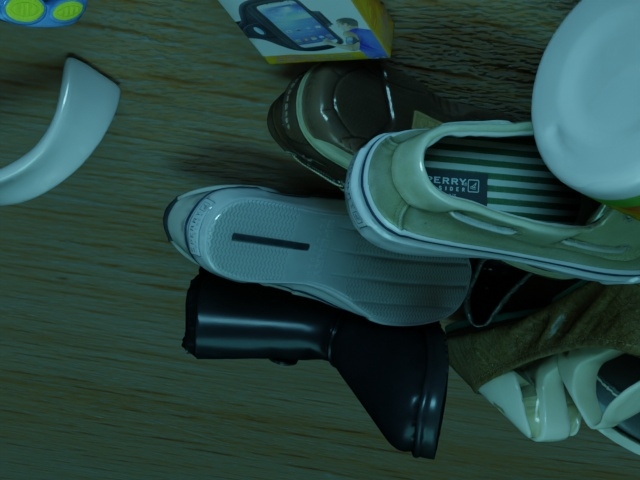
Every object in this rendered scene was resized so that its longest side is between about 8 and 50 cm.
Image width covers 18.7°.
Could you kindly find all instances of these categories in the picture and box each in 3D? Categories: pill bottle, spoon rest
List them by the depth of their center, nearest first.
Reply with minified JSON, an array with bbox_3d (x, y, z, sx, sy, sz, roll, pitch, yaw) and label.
[{"bbox_3d":[0.252,-0.056,1.143,0.246,0.136,0.136,22,155,-38],"label":"pill bottle"},{"bbox_3d":[-0.268,-0.063,1.353,0.276,0.084,0.137,-8,156,32],"label":"spoon rest"}]

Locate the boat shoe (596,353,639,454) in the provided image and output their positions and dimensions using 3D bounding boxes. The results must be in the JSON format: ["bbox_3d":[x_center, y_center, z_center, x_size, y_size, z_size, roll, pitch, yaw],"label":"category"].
[{"bbox_3d":[0.352,0.141,1.760,0.319,0.116,0.099,20,127,-29],"label":"boat shoe"}]

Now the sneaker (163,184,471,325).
[{"bbox_3d":[0.000,0.000,1.477,0.258,0.094,0.091,16,-174,-35],"label":"sneaker"}]

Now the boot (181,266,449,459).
[{"bbox_3d":[-0.008,0.090,1.553,0.207,0.094,0.246,5,-157,-4],"label":"boot"}]

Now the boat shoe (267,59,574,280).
[{"bbox_3d":[0.078,-0.046,1.302,0.257,0.095,0.095,30,154,-26],"label":"boat shoe"}]

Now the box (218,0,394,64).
[{"bbox_3d":[-0.015,-0.144,1.136,0.081,0.028,0.136,-1,161,20],"label":"box"}]

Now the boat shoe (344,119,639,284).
[{"bbox_3d":[0.165,-0.027,1.220,0.302,0.109,0.094,-2,175,-26],"label":"boat shoe"}]

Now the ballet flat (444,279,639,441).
[{"bbox_3d":[0.208,0.097,1.593,0.116,0.124,0.342,-2,167,-32],"label":"ballet flat"}]

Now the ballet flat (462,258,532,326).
[{"bbox_3d":[0.147,0.024,1.525,0.058,0.049,0.173,6,160,-4],"label":"ballet flat"}]

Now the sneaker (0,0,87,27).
[{"bbox_3d":[-0.223,-0.165,1.103,0.188,0.067,0.078,10,-179,-17],"label":"sneaker"}]
